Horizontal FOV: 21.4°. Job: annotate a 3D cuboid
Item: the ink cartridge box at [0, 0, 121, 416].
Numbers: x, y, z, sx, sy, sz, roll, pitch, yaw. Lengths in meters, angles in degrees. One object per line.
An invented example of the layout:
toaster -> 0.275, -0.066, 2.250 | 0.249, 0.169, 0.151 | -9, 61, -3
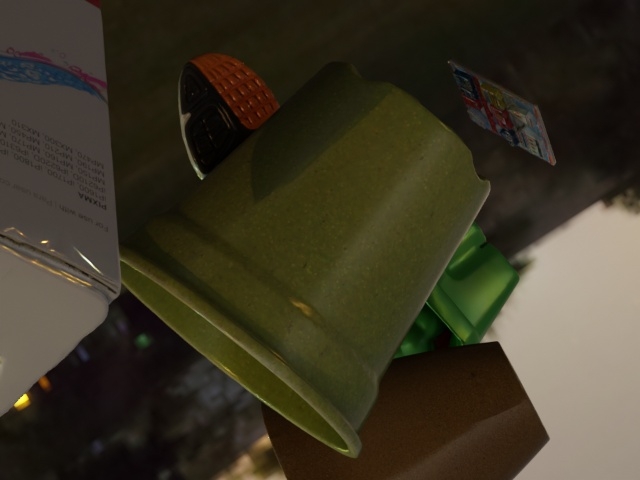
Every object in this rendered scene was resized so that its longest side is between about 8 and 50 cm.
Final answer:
ink cartridge box -> -0.237, -0.040, 1.023 | 0.226, 0.131, 0.306 | -43, -143, 29

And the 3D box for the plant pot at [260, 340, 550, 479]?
plant pot -> 0.104, 0.218, 1.790 | 0.254, 0.237, 0.237 | -27, 180, 4

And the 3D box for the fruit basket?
fruit basket -> 0.017, 0.051, 2.067 | 0.392, 0.392, 0.283 | -33, 173, -33

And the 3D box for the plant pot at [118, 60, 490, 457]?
plant pot -> 0.000, 0.000, 1.426 | 0.254, 0.276, 0.276 | -51, -177, -11

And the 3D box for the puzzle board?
puzzle board -> 0.167, -0.116, 1.566 | 0.011, 0.096, 0.128 | -54, 155, -8

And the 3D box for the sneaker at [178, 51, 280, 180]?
sneaker -> -0.070, -0.052, 1.607 | 0.099, 0.262, 0.121 | -29, -169, -16
